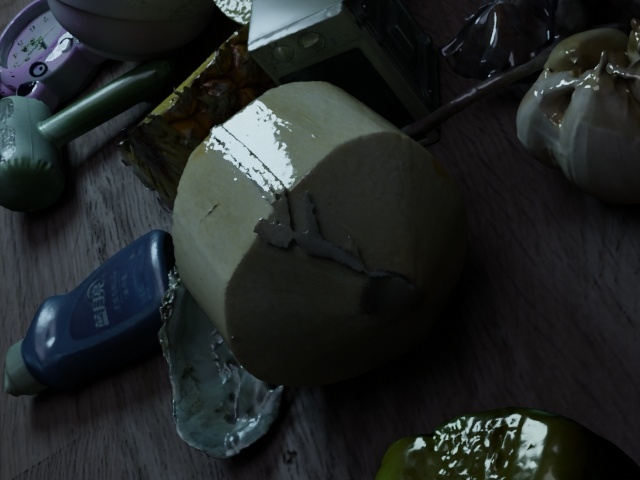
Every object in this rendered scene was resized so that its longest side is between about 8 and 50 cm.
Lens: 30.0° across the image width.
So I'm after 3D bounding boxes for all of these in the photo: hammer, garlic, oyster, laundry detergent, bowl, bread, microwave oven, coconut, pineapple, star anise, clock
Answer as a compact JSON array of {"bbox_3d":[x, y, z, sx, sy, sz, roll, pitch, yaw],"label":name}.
[{"bbox_3d":[-0.363,-0.183,1.825,0.335,0.119,0.206,-28,45,7],"label":"hammer"},{"bbox_3d":[0.327,-0.134,1.189,0.281,0.203,0.185,-5,71,30],"label":"garlic"},{"bbox_3d":[-0.126,0.130,1.395,0.199,0.087,0.252,-44,55,-16],"label":"oyster"},{"bbox_3d":[-0.294,0.107,1.541,0.289,0.094,0.143,-30,53,15],"label":"laundry detergent"},{"bbox_3d":[-0.290,-0.373,1.836,0.286,0.144,0.287,7,34,-4],"label":"bowl"},{"bbox_3d":[0.143,0.320,0.955,0.251,0.208,0.377,-14,49,38],"label":"bread"},{"bbox_3d":[0.037,-0.238,1.456,0.145,0.240,0.194,-17,49,27],"label":"microwave oven"},{"bbox_3d":[0.000,0.000,1.259,0.322,0.323,0.323,-20,47,24],"label":"coconut"},{"bbox_3d":[-0.078,-0.153,1.518,0.286,0.209,0.344,-44,9,-16],"label":"pineapple"},{"bbox_3d":[0.256,-0.251,1.377,0.359,0.139,0.316,-34,12,27],"label":"star anise"},{"bbox_3d":[-0.459,-0.326,2.018,0.227,0.090,0.248,-44,44,1],"label":"clock"}]

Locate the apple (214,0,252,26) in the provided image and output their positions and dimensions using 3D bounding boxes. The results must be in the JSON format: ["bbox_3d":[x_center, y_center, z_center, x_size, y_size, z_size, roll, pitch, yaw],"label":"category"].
[{"bbox_3d":[-0.038,-0.422,1.630,0.254,0.292,0.292,24,73,34],"label":"apple"}]
